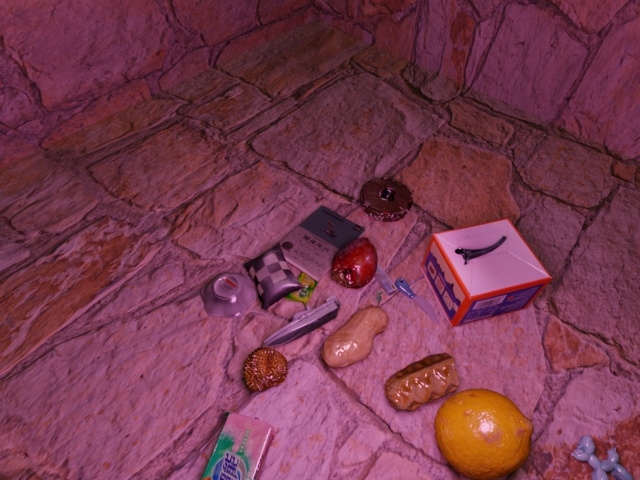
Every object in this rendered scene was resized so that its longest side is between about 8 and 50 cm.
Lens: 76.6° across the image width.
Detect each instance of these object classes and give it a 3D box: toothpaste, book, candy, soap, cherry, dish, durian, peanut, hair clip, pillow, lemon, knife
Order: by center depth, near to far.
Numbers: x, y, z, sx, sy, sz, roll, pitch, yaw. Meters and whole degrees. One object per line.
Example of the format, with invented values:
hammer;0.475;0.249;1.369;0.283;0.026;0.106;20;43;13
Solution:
lemon;0.502;0.594;1.259;0.258;0.310;0.257;25;50;-33
soap;-0.265;0.694;1.265;0.218;0.098;0.273;11;50;14
durian;-0.191;0.454;1.438;0.158;0.136;0.168;9;36;-20
peanut;0.141;0.365;1.521;0.319;0.147;0.148;-34;61;-31
hair clip;0.624;0.032;1.542;0.230;0.039;0.070;-16;54;-19
dish;-0.378;0.202;1.649;0.230;0.081;0.229;1;52;-2
pillow;-0.199;0.144;1.682;0.186;0.106;0.249;-29;58;-2
knife;0.409;0.247;1.688;0.058;0.032;0.244;-31;64;-33
cherry;0.153;0.086;1.695;0.175;0.192;0.249;35;60;-13
candy;-0.067;0.191;1.702;0.102;0.032;0.178;21;54;14
toothpaste;0.264;0.161;1.739;0.046;0.034;0.164;-22;56;-19
book;0.000;0.000;1.837;0.264;0.031;0.379;31;53;20

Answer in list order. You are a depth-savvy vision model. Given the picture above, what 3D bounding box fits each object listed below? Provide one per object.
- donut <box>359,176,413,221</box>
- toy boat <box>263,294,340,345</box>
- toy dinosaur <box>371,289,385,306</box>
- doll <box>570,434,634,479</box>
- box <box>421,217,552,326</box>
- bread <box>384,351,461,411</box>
donut;0.318;-0.196;1.977;0.270;0.103;0.269;2;55;-3
toy boat;-0.070;0.312;1.540;0.320;0.141;0.092;-26;70;-20
toy dinosaur;0.248;0.241;1.687;0.062;0.021;0.083;-10;51;-26
doll;0.905;0.721;1.321;0.160;0.059;0.158;-4;54;-4
box;0.647;0.132;1.642;0.349;0.256;0.318;-12;52;-11
bread;0.351;0.500;1.426;0.268;0.129;0.152;-18;19;-15
